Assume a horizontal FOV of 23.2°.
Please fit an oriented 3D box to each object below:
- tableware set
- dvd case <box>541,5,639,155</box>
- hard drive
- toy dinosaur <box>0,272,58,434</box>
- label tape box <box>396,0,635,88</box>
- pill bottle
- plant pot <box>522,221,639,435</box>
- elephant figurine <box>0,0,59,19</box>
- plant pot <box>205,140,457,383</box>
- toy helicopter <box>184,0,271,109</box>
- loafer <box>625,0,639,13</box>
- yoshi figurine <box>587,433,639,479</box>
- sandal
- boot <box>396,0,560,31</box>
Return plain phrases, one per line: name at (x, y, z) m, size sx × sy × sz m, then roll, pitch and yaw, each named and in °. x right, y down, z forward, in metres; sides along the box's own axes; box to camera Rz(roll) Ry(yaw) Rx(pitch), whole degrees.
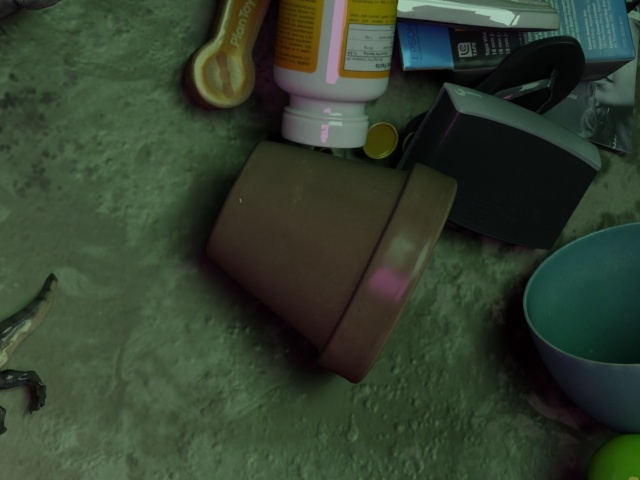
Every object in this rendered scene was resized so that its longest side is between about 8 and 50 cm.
tableware set at (0.060, -0.094, 1.907) m, size 0.154 × 0.024 × 0.104 m, roll 2°, pitch 112°, yaw -26°
dvd case at (0.363, -0.240, 2.131) m, size 0.165 × 0.018 × 0.221 m, roll 14°, pitch 72°, yaw -24°
hard drive at (0.223, -0.082, 1.940) m, size 0.255 × 0.054 × 0.172 m, roll 19°, pitch 109°, yaw -31°
toy dinosaur at (-0.353, 0.145, 1.652) m, size 0.268 × 0.064 × 0.118 m, roll -35°, pitch 89°, yaw -32°
label tape box at (0.223, -0.327, 2.024) m, size 0.334 × 0.106 × 0.240 m, roll -5°, pitch 81°, yaw -20°
pill bottle at (0.017, -0.236, 1.793) m, size 0.136 × 0.136 × 0.245 m, roll 0°, pitch 104°, yaw -27°
plant pot at (0.412, 0.136, 1.950) m, size 0.290 × 0.290 × 0.195 m, roll -36°, pitch 128°, yaw -29°
elephant figurine at (-0.331, -0.306, 1.692) m, size 0.169 × 0.186 × 0.239 m, roll 14°, pitch 54°, yaw 12°
plant pot at (0.000, 0.000, 1.783) m, size 0.229 × 0.263 × 0.263 m, roll 26°, pitch 67°, yaw 1°
toy helicopter at (-0.093, -0.329, 1.856) m, size 0.235 × 0.140 × 0.355 m, roll 22°, pitch 78°, yaw -25°
loafer at (0.453, -0.388, 2.176) m, size 0.078 × 0.076 × 0.223 m, roll 48°, pitch 54°, yaw 5°
yoshi figurine at (0.313, 0.358, 1.863) m, size 0.362 × 0.203 × 0.203 m, roll -42°, pitch 97°, yaw -29°
sandal at (0.227, -0.163, 1.954) m, size 0.254 × 0.054 × 0.097 m, roll -33°, pitch 129°, yaw 3°
boot at (0.175, -0.321, 1.889) m, size 0.258 × 0.095 × 0.123 m, roll 4°, pitch 93°, yaw -17°
